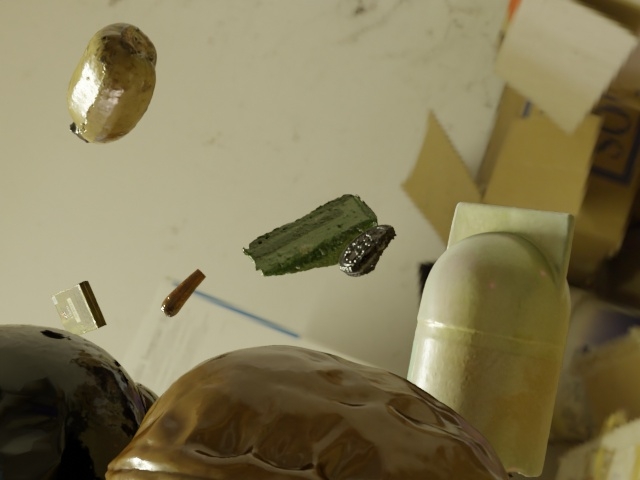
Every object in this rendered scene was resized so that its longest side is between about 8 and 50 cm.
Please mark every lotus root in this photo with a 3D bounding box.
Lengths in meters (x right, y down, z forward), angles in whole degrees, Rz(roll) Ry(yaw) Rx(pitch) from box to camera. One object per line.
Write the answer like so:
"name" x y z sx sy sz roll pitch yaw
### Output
"lotus root" -0.376 -0.271 2.205 0.284 0.146 0.160 -48 16 45

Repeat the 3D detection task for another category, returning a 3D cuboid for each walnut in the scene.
"walnut" -0.016 0.279 1.168 0.308 0.398 0.354 100 -177 -58

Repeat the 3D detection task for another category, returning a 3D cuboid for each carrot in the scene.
"carrot" -0.226 0.087 2.015 0.093 0.032 0.032 -48 -8 -10

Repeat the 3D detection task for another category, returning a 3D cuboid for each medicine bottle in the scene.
"medicine bottle" 0.266 0.146 1.922 0.236 0.236 0.406 51 -130 -86

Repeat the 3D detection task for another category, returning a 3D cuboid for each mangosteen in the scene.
"mangosteen" -0.365 0.289 1.616 0.435 0.382 0.382 -2 -66 -57

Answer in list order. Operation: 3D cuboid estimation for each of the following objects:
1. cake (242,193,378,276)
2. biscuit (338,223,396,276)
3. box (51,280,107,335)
"cake" -0.013 0.016 2.205 0.100 0.235 0.099 52 163 44
"biscuit" 0.064 0.013 1.657 0.089 0.027 0.087 -31 24 15
"box" -0.444 0.127 2.253 0.023 0.090 0.133 -23 1 -36
